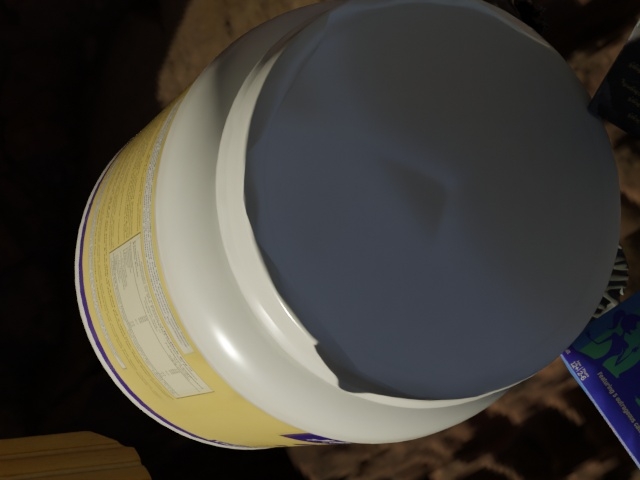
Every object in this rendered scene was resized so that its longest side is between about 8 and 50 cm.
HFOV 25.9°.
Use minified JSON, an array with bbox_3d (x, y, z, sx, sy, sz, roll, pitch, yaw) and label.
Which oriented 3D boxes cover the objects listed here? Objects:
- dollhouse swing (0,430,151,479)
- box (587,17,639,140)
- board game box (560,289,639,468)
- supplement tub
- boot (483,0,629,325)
[{"bbox_3d":[-0.303,0.183,1.245,0.304,0.347,0.315,-17,119,-18],"label":"dollhouse swing"},{"bbox_3d":[0.294,-0.061,0.590,0.076,0.307,0.242,-53,171,-26],"label":"box"},{"bbox_3d":[0.303,0.084,1.017,0.210,0.160,0.047,-34,137,3],"label":"board game box"},{"bbox_3d":[0.000,0.000,0.817,0.241,0.241,0.331,-20,179,-22],"label":"supplement tub"},{"bbox_3d":[0.112,-0.155,1.170,0.146,0.445,0.367,-16,149,-4],"label":"boot"}]
